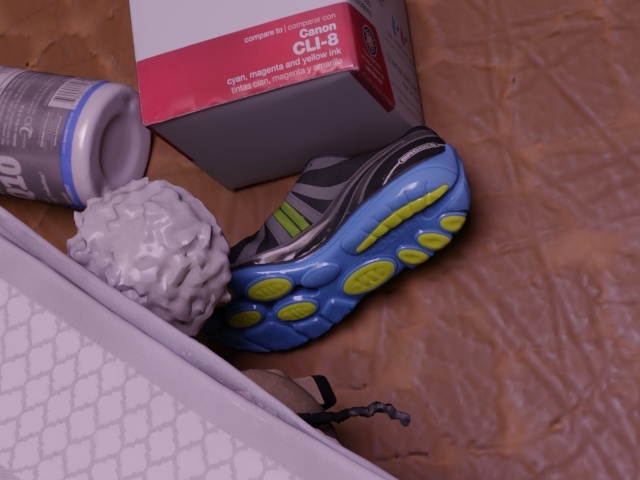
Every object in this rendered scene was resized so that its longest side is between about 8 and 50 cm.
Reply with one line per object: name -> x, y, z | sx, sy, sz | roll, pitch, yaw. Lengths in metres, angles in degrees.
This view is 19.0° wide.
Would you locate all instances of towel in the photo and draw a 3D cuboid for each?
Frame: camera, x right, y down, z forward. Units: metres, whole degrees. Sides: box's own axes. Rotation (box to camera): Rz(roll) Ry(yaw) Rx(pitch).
towel -> -0.148, 0.171, 0.852 | 0.332, 0.053, 0.317 | 31, 82, 28

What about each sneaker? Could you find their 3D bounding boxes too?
sneaker -> 0.000, 0.000, 1.064 | 0.188, 0.067, 0.078 | -31, 35, 19

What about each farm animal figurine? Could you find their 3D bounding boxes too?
farm animal figurine -> -0.100, 0.180, 0.951 | 0.327, 0.172, 0.330 | -48, 68, 15

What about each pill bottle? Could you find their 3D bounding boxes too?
pill bottle -> -0.178, -0.063, 1.137 | 0.137, 0.078, 0.078 | 10, 79, 24

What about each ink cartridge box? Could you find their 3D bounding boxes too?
ink cartridge box -> -0.028, -0.139, 1.071 | 0.127, 0.128, 0.176 | -14, 71, 17
